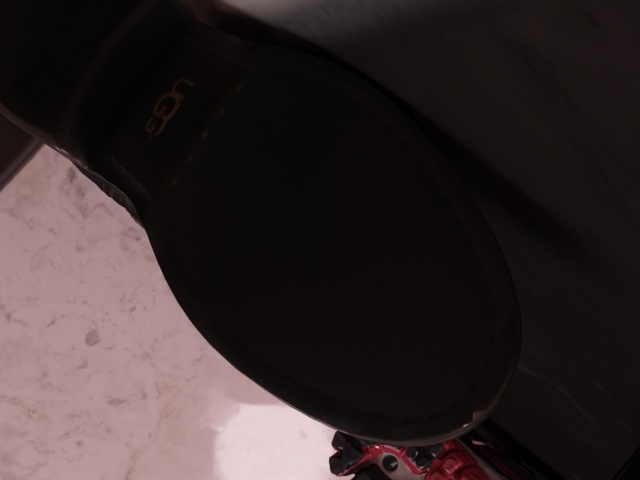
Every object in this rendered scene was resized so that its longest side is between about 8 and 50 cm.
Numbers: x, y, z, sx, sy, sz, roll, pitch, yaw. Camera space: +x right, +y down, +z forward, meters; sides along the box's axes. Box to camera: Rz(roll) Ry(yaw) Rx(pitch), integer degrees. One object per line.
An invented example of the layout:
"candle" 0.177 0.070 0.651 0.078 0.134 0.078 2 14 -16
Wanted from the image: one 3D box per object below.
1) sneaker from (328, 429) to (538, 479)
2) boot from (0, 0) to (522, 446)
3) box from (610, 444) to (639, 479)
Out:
"sneaker" 0.151 0.221 0.927 0.299 0.120 0.112 40 -161 22
"boot" 0.000 0.000 0.478 0.263 0.091 0.229 41 180 31
"box" 0.207 0.173 0.504 0.184 0.045 0.190 41 174 28
